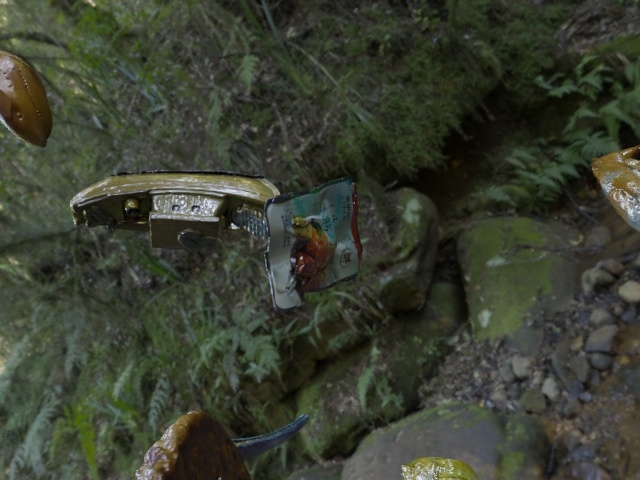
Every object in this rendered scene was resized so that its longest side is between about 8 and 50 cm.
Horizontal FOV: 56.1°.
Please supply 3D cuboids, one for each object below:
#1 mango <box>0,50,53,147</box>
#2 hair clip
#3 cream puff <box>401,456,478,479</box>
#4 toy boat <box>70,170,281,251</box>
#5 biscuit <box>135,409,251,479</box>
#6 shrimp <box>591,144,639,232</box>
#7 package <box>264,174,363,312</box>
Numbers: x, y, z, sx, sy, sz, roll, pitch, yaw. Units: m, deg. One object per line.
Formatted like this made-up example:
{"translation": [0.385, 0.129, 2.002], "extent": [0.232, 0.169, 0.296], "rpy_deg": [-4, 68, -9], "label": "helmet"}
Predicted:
{"translation": [-0.361, -0.172, 0.719], "extent": [0.063, 0.127, 0.077], "rpy_deg": [-30, -7, -10], "label": "mango"}
{"translation": [-0.122, 0.434, 1.301], "extent": [0.275, 0.048, 0.083], "rpy_deg": [-4, 18, -42], "label": "hair clip"}
{"translation": [0.215, 0.499, 1.043], "extent": [0.221, 0.195, 0.195], "rpy_deg": [-55, 11, -21], "label": "cream puff"}
{"translation": [-0.216, -0.042, 0.930], "extent": [0.089, 0.321, 0.121], "rpy_deg": [102, 165, -45], "label": "toy boat"}
{"translation": [-0.146, 0.369, 0.715], "extent": [0.081, 0.289, 0.334], "rpy_deg": [-18, 8, 9], "label": "biscuit"}
{"translation": [0.341, -0.059, 0.600], "extent": [0.287, 0.152, 0.063], "rpy_deg": [-56, -15, -57], "label": "shrimp"}
{"translation": [0.000, 0.000, 0.851], "extent": [0.040, 0.166, 0.232], "rpy_deg": [5, 14, 34], "label": "package"}
